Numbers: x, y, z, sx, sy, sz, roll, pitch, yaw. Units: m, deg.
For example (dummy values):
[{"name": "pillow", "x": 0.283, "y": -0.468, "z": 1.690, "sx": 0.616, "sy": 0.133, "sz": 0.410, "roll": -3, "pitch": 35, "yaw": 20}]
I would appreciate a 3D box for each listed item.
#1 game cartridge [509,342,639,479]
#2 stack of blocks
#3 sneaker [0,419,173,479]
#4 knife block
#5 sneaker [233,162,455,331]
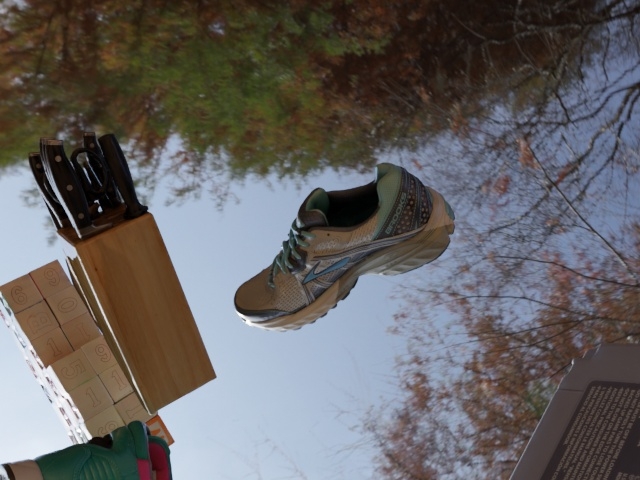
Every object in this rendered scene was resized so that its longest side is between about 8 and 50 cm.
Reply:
[{"name": "game cartridge", "x": 0.240, "y": 0.212, "z": 0.560, "sx": 0.297, "sy": 0.062, "sz": 0.198, "roll": -52, "pitch": -159, "yaw": -23}, {"name": "stack of blocks", "x": -0.333, "y": 0.181, "z": 0.956, "sx": 0.297, "sy": 0.087, "sz": 0.171, "roll": 59, "pitch": -32, "yaw": 3}, {"name": "sneaker", "x": -0.241, "y": 0.259, "z": 0.704, "sx": 0.295, "sy": 0.178, "sz": 0.124, "roll": -34, "pitch": -118, "yaw": 53}, {"name": "knife block", "x": -0.213, "y": 0.021, "z": 0.741, "sx": 0.276, "sy": 0.088, "sz": 0.242, "roll": 53, "pitch": -26, "yaw": 20}, {"name": "sneaker", "x": 0.000, "y": 0.000, "z": 0.778, "sx": 0.283, "sy": 0.122, "sz": 0.110, "roll": -31, "pitch": -140, "yaw": 21}]
